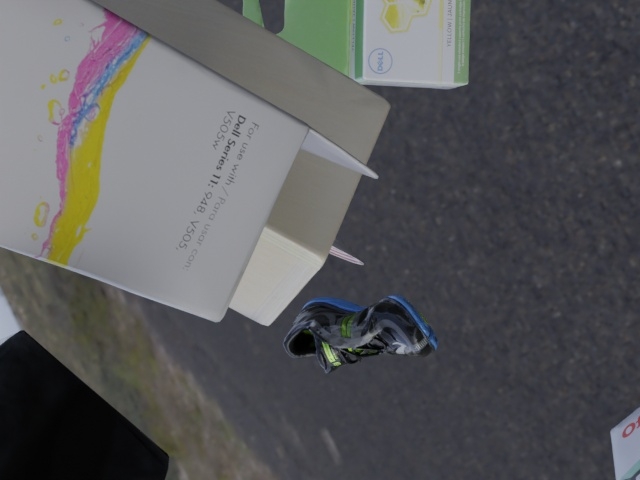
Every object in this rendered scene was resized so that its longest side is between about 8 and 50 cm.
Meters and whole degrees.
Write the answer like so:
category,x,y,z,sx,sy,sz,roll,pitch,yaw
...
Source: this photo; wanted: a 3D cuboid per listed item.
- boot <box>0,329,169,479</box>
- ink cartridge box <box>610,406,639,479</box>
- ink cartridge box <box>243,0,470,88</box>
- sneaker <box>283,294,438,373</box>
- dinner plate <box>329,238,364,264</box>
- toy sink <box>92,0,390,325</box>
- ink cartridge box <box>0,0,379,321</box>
category,x,y,z,sx,sy,sz,roll,pitch,yaw
boot,-0.288,0.238,0.550,0.445,0.367,0.146,-11,144,44
ink cartridge box,0.377,0.227,1.041,0.117,0.201,0.278,38,-153,-11
ink cartridge box,0.040,-0.249,1.209,0.056,0.235,0.171,-170,81,-71
sneaker,0.037,0.095,1.100,0.188,0.078,0.067,-3,127,48
dinner plate,0.000,0.000,1.653,0.141,0.017,0.141,25,177,1
toy sink,-0.094,-0.070,0.841,0.234,0.153,0.131,28,146,-8
ink cartridge box,-0.155,-0.066,0.584,0.207,0.119,0.353,25,180,42
